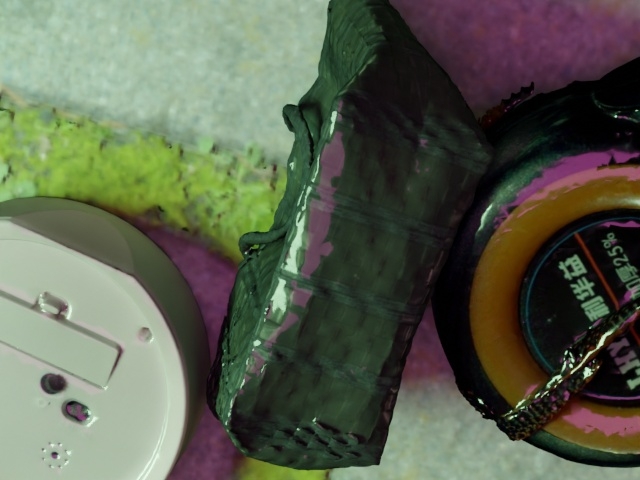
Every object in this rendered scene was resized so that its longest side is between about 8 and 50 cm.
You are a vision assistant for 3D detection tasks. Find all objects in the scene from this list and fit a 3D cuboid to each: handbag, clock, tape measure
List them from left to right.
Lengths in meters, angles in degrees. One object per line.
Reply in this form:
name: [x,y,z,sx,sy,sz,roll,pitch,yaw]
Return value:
clock: [-0.166,0.077,1.095,0.197,0.068,0.196,2,103,9]
handbag: [0.000,0.000,1.001,0.089,0.175,0.270,15,104,-18]
tape measure: [0.164,0.011,0.995,0.223,0.135,0.202,-29,107,17]
